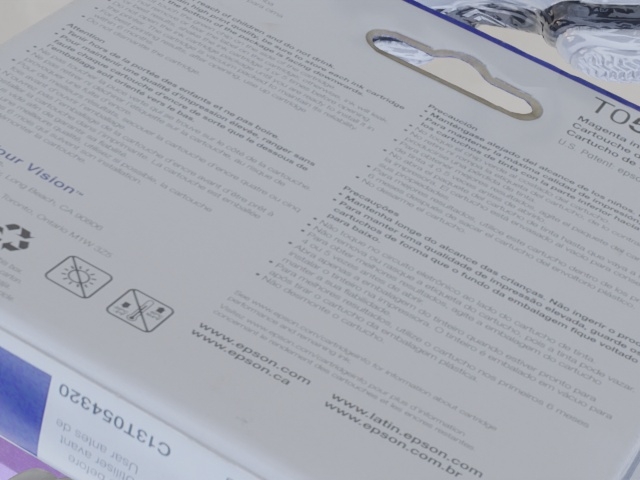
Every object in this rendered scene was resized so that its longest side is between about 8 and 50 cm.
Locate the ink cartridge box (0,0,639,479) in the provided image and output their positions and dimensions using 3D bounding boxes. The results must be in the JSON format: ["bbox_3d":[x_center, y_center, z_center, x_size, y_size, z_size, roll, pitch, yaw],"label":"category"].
[{"bbox_3d":[0.000,0.000,0.746,0.324,0.330,0.071,28,127,16],"label":"ink cartridge box"}]

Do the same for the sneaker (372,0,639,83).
[{"bbox_3d":[0.080,-0.212,1.011,0.366,0.137,0.210,13,143,45],"label":"sneaker"}]

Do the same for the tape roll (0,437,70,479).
[{"bbox_3d":[-0.131,0.103,1.258,0.275,0.275,0.090,1,135,-3],"label":"tape roll"}]

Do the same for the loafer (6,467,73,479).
[{"bbox_3d":[-0.135,0.171,0.868,0.111,0.112,0.319,27,-173,18],"label":"loafer"}]

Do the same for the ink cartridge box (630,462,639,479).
[{"bbox_3d":[0.191,0.200,1.072,0.072,0.127,0.175,25,134,-30],"label":"ink cartridge box"}]
